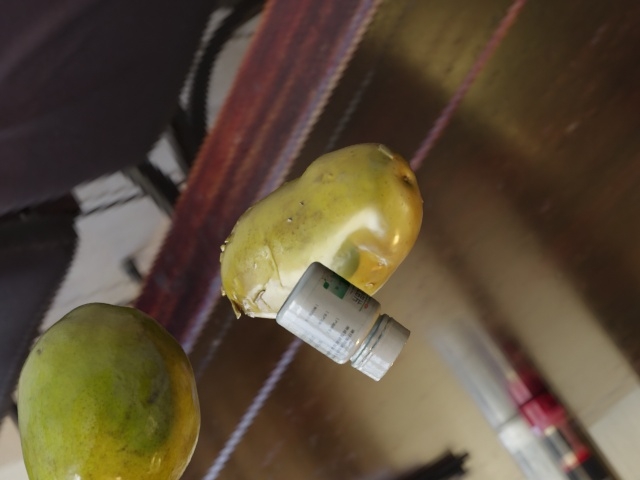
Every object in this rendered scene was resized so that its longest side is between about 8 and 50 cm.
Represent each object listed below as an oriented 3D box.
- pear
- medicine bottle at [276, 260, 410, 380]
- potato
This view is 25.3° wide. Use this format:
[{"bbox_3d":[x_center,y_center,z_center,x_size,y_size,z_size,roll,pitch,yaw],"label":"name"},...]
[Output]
[{"bbox_3d":[-0.288,0.238,1.922,0.253,0.307,0.253,-2,140,-1],"label":"pear"},{"bbox_3d":[0.025,0.088,1.525,0.080,0.130,0.080,-57,-178,3],"label":"medicine bottle"},{"bbox_3d":[0.000,0.000,1.688,0.300,0.173,0.140,-30,168,35],"label":"potato"}]
